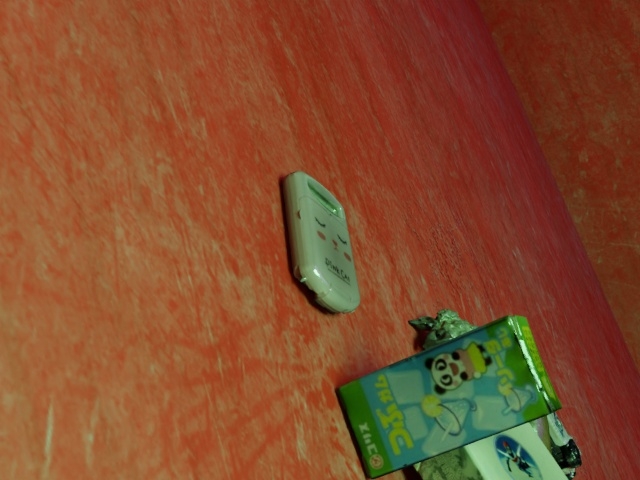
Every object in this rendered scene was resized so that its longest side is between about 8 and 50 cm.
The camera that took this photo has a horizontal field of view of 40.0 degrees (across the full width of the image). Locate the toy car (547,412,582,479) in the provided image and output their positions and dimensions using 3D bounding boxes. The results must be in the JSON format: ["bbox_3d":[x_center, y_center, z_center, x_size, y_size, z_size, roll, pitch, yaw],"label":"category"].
[{"bbox_3d":[0.318,0.280,1.278,0.170,0.080,0.070,58,23,-13],"label":"toy car"}]

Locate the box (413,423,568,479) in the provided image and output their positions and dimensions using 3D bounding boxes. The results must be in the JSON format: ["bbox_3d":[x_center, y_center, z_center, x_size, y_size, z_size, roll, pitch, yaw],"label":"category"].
[{"bbox_3d":[0.195,0.266,0.922,0.164,0.069,0.256,11,38,-48],"label":"box"}]

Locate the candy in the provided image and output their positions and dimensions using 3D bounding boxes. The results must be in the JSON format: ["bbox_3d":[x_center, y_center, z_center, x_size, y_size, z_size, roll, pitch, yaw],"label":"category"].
[{"bbox_3d":[0.121,0.150,0.842,0.062,0.195,0.097,9,57,-64],"label":"candy"}]

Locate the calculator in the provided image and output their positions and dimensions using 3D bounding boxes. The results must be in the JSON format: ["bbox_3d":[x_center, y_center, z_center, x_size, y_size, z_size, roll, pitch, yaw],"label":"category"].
[{"bbox_3d":[0.000,0.000,0.949,0.100,0.032,0.175,39,33,-45],"label":"calculator"}]

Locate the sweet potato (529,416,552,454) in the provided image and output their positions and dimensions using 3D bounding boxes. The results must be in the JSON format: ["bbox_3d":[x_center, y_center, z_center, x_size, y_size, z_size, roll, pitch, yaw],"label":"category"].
[{"bbox_3d":[0.233,0.337,1.036,0.108,0.079,0.346,56,36,-38],"label":"sweet potato"}]

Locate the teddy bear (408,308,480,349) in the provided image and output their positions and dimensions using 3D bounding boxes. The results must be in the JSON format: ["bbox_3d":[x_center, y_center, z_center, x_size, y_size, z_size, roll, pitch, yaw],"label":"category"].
[{"bbox_3d":[0.215,0.164,1.140,0.213,0.111,0.133,53,21,-28],"label":"teddy bear"}]
